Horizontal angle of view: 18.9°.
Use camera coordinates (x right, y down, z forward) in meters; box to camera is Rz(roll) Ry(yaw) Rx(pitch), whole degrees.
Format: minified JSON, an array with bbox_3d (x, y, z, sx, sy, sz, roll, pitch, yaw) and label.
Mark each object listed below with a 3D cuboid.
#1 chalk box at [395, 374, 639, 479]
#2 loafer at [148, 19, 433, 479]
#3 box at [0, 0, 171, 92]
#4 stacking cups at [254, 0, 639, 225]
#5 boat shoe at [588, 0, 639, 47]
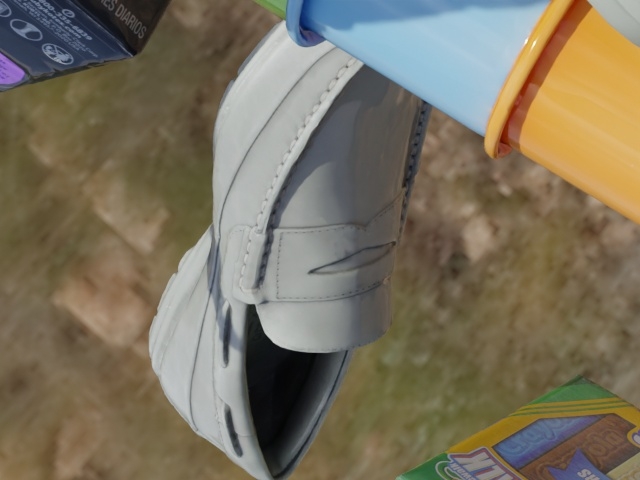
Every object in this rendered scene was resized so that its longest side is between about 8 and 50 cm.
[{"bbox_3d":[0.108,0.180,0.964,0.132,0.213,0.132,31,123,31],"label":"chalk box"},{"bbox_3d":[0.000,0.000,0.928,0.111,0.112,0.319,54,147,25],"label":"loafer"},{"bbox_3d":[-0.128,-0.235,0.996,0.165,0.270,0.143,39,153,-29],"label":"box"},{"bbox_3d":[0.042,-0.075,0.527,0.316,0.096,0.096,33,146,8],"label":"stacking cups"},{"bbox_3d":[0.136,-0.272,0.507,0.156,0.500,0.187,-20,139,34],"label":"boat shoe"}]
